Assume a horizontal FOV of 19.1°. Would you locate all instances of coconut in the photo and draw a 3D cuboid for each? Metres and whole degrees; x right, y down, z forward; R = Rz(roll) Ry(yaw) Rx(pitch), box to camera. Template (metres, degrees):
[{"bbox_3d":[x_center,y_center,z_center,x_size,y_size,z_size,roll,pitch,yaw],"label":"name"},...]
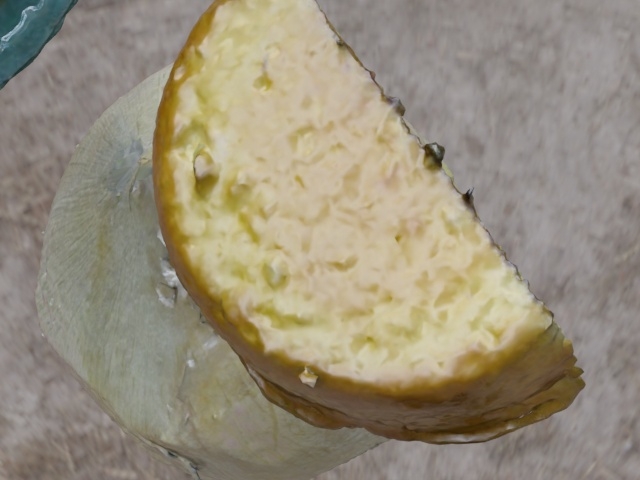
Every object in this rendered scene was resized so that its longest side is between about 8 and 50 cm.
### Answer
[{"bbox_3d":[-0.065,0.020,1.682,0.404,0.404,0.405,0,72,1],"label":"coconut"}]

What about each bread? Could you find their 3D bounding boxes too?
[{"bbox_3d":[0.000,0.000,1.178,0.179,0.194,0.340,-34,80,-2],"label":"bread"}]

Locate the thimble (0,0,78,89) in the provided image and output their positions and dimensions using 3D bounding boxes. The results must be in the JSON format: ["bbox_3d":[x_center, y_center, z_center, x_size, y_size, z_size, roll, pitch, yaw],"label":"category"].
[{"bbox_3d":[-0.270,-0.183,1.271,0.235,0.198,0.143,-40,70,-23],"label":"thimble"}]
